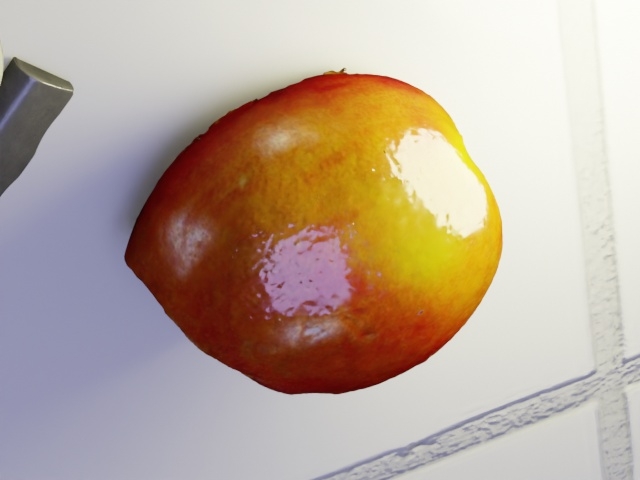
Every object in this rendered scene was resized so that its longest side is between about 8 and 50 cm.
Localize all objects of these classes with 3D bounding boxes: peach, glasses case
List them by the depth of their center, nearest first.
[{"bbox_3d":[-0.329,-0.093,1.713,0.072,0.042,0.190,24,109,-42],"label":"glasses case"},{"bbox_3d":[0.000,0.000,1.790,0.380,0.242,0.306,-30,132,-3],"label":"peach"}]

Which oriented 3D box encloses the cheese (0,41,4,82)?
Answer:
[{"bbox_3d":[-0.394,-0.164,1.563,0.189,0.154,0.198,34,102,-20],"label":"cheese"}]
